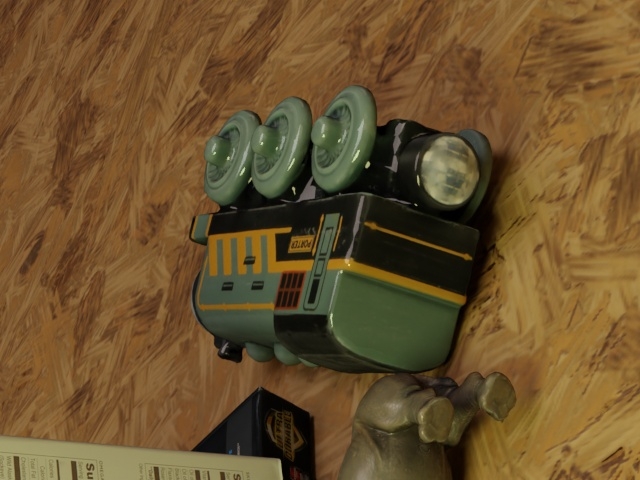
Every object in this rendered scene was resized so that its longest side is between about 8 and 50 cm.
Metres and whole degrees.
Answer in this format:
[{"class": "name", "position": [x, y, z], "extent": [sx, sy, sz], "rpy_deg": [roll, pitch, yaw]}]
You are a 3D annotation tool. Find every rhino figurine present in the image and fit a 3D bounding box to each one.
[{"class": "rhino figurine", "position": [0.038, 0.189, 1.074], "extent": [0.106, 0.073, 0.243], "rpy_deg": [-2, 66, 62]}]

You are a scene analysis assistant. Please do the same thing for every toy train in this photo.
[{"class": "toy train", "position": [0.000, 0.000, 1.292], "extent": [0.334, 0.142, 0.190], "rpy_deg": [-4, 69, 61]}]

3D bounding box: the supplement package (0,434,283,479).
[{"class": "supplement package", "position": [-0.173, 0.242, 1.059], "extent": [0.199, 0.262, 0.198], "rpy_deg": [-34, 55, 46]}]

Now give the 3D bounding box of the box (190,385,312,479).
[{"class": "box", "position": [-0.075, 0.238, 1.260], "extent": [0.175, 0.051, 0.220], "rpy_deg": [-45, 29, 30]}]
